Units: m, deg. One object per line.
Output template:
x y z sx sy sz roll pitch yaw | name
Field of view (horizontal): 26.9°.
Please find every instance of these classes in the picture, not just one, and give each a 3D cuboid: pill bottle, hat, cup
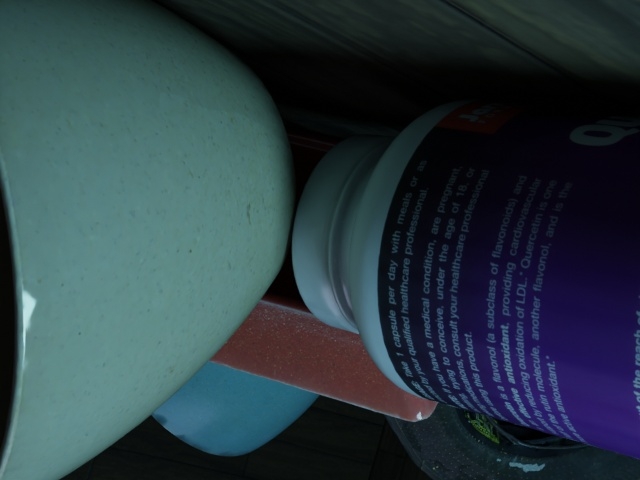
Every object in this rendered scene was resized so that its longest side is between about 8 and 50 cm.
0.144 0.018 0.738 0.323 0.181 0.181 12 172 39 | pill bottle
0.216 0.096 1.219 0.331 0.331 0.134 17 -146 -4 | hat
-0.155 -0.024 0.784 0.237 0.331 0.331 -13 -165 -39 | cup

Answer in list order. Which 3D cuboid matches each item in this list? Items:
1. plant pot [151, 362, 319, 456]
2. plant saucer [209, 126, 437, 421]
-0.067 0.054 1.397 0.195 0.290 0.290 -31 147 28 | plant pot
0.000 0.000 0.973 0.259 0.258 0.048 15 130 18 | plant saucer
